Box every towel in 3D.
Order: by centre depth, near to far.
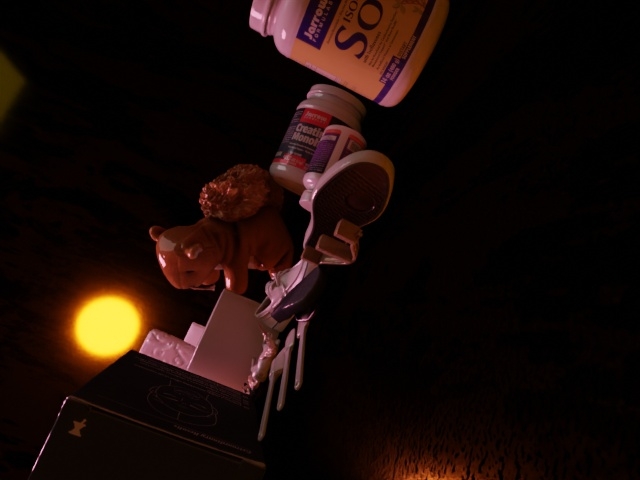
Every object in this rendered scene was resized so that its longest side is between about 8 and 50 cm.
[{"bbox_3d":[-0.405,0.455,1.332,0.053,0.332,0.316,53,-123,-72],"label":"towel"}]

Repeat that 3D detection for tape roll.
[{"bbox_3d":[-0.222,0.265,1.202,0.246,0.169,0.246,-156,90,-82],"label":"tape roll"}]

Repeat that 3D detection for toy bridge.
[{"bbox_3d":[0.025,0.013,0.723,0.026,0.063,0.188,-68,12,-20],"label":"toy bridge"}]

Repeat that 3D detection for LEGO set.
[{"bbox_3d":[-0.171,0.358,1.086,0.083,0.023,0.054,-28,49,44],"label":"LEGO set"}]

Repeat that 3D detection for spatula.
[{"bbox_3d":[-0.058,0.224,0.824,0.168,0.019,0.242,-57,11,19],"label":"spatula"}]

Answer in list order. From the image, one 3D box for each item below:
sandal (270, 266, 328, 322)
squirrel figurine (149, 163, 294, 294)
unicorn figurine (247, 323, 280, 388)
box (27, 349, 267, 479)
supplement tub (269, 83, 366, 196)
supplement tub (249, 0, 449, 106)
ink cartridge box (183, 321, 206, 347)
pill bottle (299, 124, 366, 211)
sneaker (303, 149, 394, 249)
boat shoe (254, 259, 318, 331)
[{"bbox_3d":[-0.029,0.108,0.847,0.097,0.054,0.254,-50,1,-18],"label":"sandal"},{"bbox_3d":[-0.274,-0.039,1.306,0.371,0.281,0.396,-7,-61,-50],"label":"squirrel figurine"},{"bbox_3d":[-0.120,0.250,1.026,0.111,0.060,0.161,-150,69,-82],"label":"unicorn figurine"},{"bbox_3d":[-0.278,0.367,0.815,0.395,0.294,0.211,156,138,-79],"label":"box"},{"bbox_3d":[-0.004,-0.260,1.275,0.191,0.191,0.272,167,127,-80],"label":"supplement tub"},{"bbox_3d":[0.054,-0.439,0.923,0.241,0.331,0.241,-156,90,-82],"label":"supplement tub"},{"bbox_3d":[-0.379,0.416,1.600,0.273,0.115,0.198,68,-138,-65],"label":"ink cartridge box"},{"bbox_3d":[0.025,-0.157,1.078,0.193,0.108,0.108,-67,8,-14],"label":"pill bottle"},{"bbox_3d":[0.039,-0.078,0.754,0.290,0.106,0.123,126,164,-60],"label":"sneaker"},{"bbox_3d":[-0.079,0.113,1.029,0.095,0.084,0.258,-75,12,-51],"label":"boat shoe"}]
